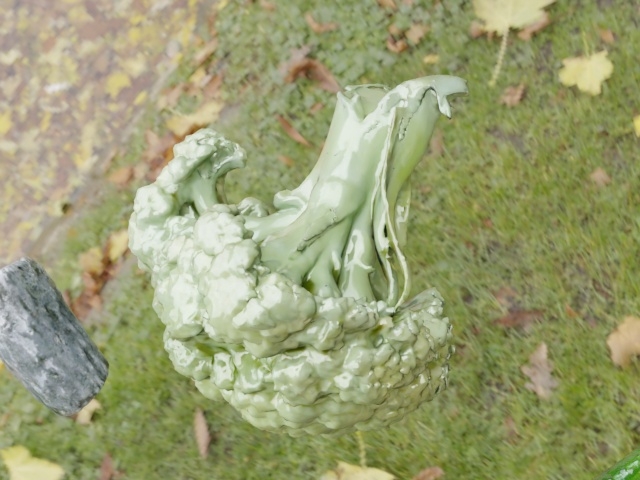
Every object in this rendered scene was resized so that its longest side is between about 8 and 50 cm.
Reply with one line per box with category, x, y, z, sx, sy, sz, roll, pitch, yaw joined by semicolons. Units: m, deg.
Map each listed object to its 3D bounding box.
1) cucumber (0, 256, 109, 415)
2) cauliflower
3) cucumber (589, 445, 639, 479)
cucumber;-0.196;0.069;0.799;0.064;0.064;0.112;-35;98;8
cauliflower;-0.020;0.012;0.895;0.260;0.327;0.281;2;78;-1
cucumber;0.187;0.174;0.751;0.155;0.037;0.037;-27;54;-25
